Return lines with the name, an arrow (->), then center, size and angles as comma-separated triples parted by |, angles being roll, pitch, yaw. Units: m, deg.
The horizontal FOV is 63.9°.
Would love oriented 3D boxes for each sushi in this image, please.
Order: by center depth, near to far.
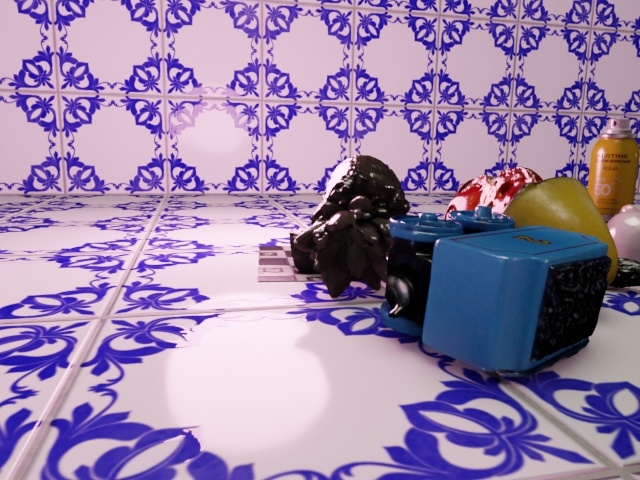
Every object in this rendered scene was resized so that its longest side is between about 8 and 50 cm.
sushi -> 0.000, 0.000, 1.213 | 0.296, 0.100, 0.373 | 0, 11, -6

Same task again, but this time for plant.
plant -> 0.068, -0.042, 1.005 | 0.194, 0.181, 0.321 | 25, 32, -8

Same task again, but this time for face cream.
face cream -> 0.707, -0.120, 1.250 | 0.105, 0.349, 0.105 | 1, 10, 0

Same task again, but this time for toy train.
toy train -> 0.240, 0.058, 0.725 | 0.300, 0.188, 0.265 | -7, 18, -42

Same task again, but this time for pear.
pear -> 0.424, 0.024, 0.888 | 0.267, 0.267, 0.178 | -5, 31, -30

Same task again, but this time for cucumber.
cucumber -> 0.528, 0.052, 1.066 | 0.300, 0.072, 0.072 | 9, 13, 39

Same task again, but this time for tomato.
tomato -> 0.386, -0.038, 1.079 | 0.139, 0.200, 0.233 | 25, -12, -28

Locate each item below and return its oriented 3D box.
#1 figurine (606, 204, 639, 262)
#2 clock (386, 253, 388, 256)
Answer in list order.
figurine -> 0.650, -0.017, 1.147 | 0.256, 0.144, 0.182 | 14, 35, 41
clock -> 0.207, 0.009, 1.149 | 0.162, 0.093, 0.166 | 20, 1, -24
